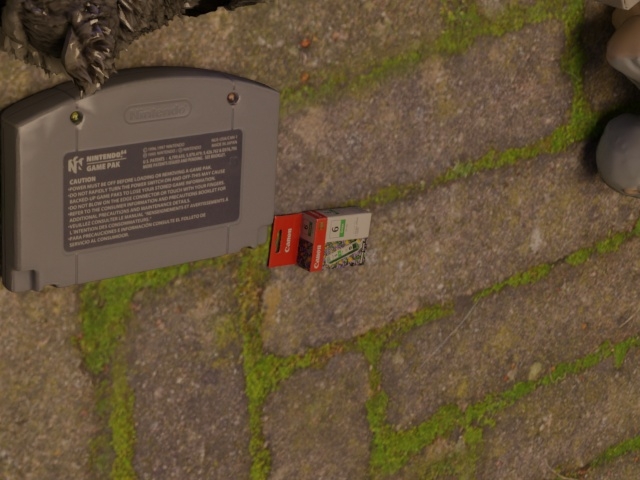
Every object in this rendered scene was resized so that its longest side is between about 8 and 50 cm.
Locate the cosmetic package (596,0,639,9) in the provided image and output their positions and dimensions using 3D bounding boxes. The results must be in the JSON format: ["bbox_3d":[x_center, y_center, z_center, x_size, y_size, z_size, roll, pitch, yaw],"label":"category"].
[{"bbox_3d":[0.302,-0.458,1.621,0.197,0.155,0.366,-37,128,-21],"label":"cosmetic package"}]

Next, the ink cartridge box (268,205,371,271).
[{"bbox_3d":[0.000,0.000,1.650,0.115,0.029,0.063,-7,113,-38],"label":"ink cartridge box"}]

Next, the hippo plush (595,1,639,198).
[{"bbox_3d":[0.449,-0.171,1.869,0.294,0.234,0.236,-5,143,-23],"label":"hippo plush"}]

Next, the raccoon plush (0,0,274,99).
[{"bbox_3d":[-0.122,-0.250,1.263,0.446,0.299,0.216,-17,118,-34],"label":"raccoon plush"}]

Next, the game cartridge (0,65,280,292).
[{"bbox_3d":[-0.171,-0.067,1.467,0.294,0.060,0.196,-11,118,-36],"label":"game cartridge"}]
